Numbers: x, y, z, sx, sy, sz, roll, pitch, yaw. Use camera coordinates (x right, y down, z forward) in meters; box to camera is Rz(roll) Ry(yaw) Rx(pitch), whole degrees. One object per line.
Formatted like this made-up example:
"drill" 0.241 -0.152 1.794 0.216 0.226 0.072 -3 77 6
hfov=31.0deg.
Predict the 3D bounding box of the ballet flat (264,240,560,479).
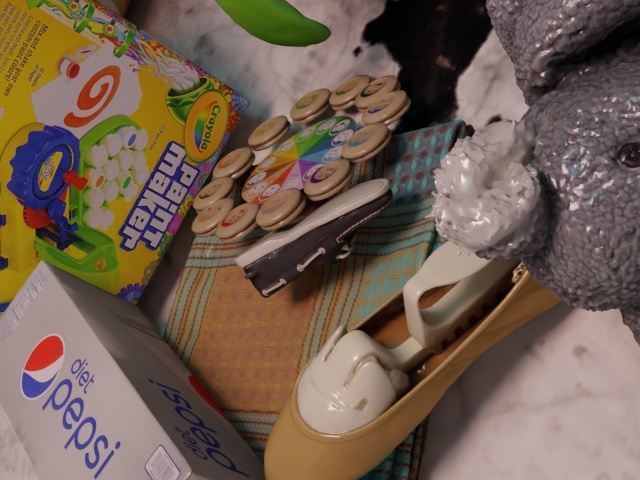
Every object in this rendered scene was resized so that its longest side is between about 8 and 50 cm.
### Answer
"ballet flat" 0.047 0.054 0.656 0.232 0.073 0.080 -41 50 -2

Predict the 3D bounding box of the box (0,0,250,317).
"box" -0.263 -0.063 0.920 0.290 0.279 0.177 -61 29 -3

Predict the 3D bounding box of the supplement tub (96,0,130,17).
"supplement tub" -0.282 -0.319 1.158 0.228 0.228 0.316 6 71 48

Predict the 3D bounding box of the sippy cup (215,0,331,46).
"sippy cup" 0.015 -0.300 0.839 0.305 0.224 0.240 -50 41 11

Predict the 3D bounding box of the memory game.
"memory game" -0.018 -0.063 0.833 0.186 0.012 0.186 -28 26 15

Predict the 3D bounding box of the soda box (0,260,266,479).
"soda box" -0.130 0.123 0.760 0.091 0.098 0.286 -55 38 4

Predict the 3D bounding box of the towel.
"towel" -0.033 0.101 0.781 0.271 0.040 0.370 -8 61 43

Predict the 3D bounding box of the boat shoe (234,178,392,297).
"boat shoe" 0.000 0.000 0.758 0.125 0.038 0.046 -29 10 25

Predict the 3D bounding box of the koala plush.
"koala plush" 0.156 -0.061 0.584 0.203 0.196 0.221 -8 61 57
